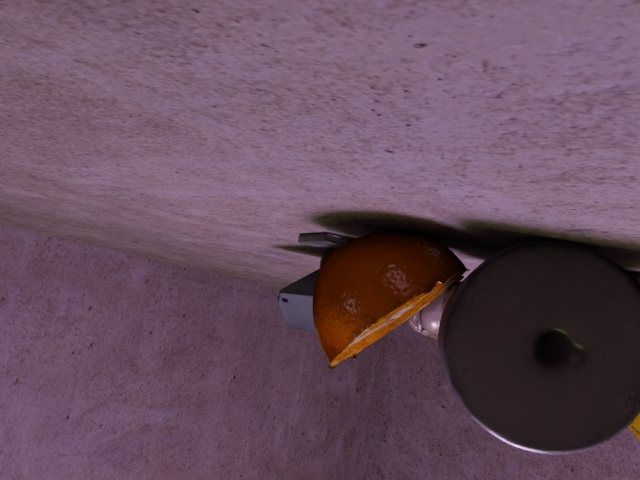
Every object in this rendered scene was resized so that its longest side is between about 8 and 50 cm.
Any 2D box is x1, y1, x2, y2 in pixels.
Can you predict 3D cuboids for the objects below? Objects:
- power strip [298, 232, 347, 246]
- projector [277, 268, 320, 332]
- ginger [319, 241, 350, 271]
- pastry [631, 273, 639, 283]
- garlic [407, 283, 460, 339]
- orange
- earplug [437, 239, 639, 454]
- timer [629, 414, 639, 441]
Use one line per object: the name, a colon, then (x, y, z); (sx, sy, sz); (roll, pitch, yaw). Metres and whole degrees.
power strip: (0.000, 0.000, 1.605); (0.051, 0.019, 0.136); (12, 173, -30)
projector: (0.050, 0.129, 1.859); (0.198, 0.108, 0.250); (-28, -165, -32)
ginger: (0.040, 0.054, 1.688); (0.065, 0.118, 0.299); (31, 178, -5)
pastry: (0.561, 0.124, 1.413); (0.153, 0.081, 0.153); (21, 146, 15)
garlic: (0.337, 0.187, 2.093); (0.228, 0.152, 0.228); (18, 174, 2)
orange: (0.110, 0.108, 1.400); (0.274, 0.274, 0.310); (7, 137, 20)
earplug: (0.352, 0.170, 1.360); (0.313, 0.312, 0.394); (9, 176, 6)
timer: (0.808, 0.303, 1.796); (0.376, 0.376, 0.387); (13, -153, -27)
